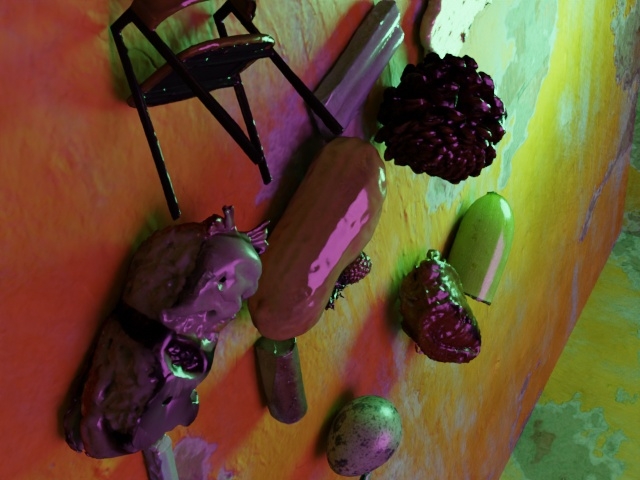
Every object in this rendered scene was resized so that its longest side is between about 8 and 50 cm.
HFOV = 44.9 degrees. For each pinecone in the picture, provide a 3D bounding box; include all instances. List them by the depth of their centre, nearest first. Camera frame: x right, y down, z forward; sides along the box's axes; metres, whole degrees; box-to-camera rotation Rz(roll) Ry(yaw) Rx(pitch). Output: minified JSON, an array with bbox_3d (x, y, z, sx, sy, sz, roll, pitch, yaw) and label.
[{"bbox_3d":[0.196,-0.206,1.265,0.221,0.221,0.222,-37,138,-44],"label":"pinecone"}]

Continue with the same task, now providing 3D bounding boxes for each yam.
[{"bbox_3d":[-0.060,0.218,1.225,0.068,0.068,0.169,-46,143,-36],"label":"yam"}]

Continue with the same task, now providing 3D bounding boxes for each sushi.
[{"bbox_3d":[-0.174,0.106,0.895,0.124,0.130,0.332,32,81,-61],"label":"sushi"},{"bbox_3d":[0.243,0.146,1.617,0.167,0.179,0.296,-40,130,5],"label":"sushi"}]

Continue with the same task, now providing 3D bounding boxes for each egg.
[{"bbox_3d":[0.081,0.380,1.502,0.172,0.132,0.132,-45,145,-16],"label":"egg"}]

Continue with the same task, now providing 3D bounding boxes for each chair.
[{"bbox_3d":[-0.111,-0.179,0.808,0.158,0.172,0.247,-27,87,-51],"label":"chair"}]

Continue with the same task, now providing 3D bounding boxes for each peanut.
[{"bbox_3d":[0.000,0.000,1.119,0.319,0.147,0.147,-64,151,-8],"label":"peanut"}]

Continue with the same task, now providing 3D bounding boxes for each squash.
[{"bbox_3d":[0.368,0.010,1.755,0.132,0.132,0.247,17,94,-61],"label":"squash"}]

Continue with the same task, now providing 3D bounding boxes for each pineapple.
[{"bbox_3d":[0.034,0.067,1.303,0.124,0.058,0.058,-45,143,-35],"label":"pineapple"}]

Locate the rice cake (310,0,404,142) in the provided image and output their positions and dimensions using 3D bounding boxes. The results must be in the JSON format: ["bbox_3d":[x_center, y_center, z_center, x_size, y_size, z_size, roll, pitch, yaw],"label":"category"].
[{"bbox_3d":[0.057,-0.254,1.153,0.226,0.040,0.085,-58,148,-20],"label":"rice cake"}]

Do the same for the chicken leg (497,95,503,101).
[{"bbox_3d":[0.306,-0.258,1.543,0.125,0.080,0.196,-39,140,-24],"label":"chicken leg"}]

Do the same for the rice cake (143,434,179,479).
[{"bbox_3d":[-0.216,0.339,1.070,0.042,0.030,0.180,-46,143,-45],"label":"rice cake"}]

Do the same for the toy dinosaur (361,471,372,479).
[{"bbox_3d":[0.117,0.618,1.763,0.129,0.076,0.383,31,73,-36],"label":"toy dinosaur"}]

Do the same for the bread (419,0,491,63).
[{"bbox_3d":[0.237,-0.419,1.357,0.251,0.039,0.182,-56,148,-22],"label":"bread"}]
